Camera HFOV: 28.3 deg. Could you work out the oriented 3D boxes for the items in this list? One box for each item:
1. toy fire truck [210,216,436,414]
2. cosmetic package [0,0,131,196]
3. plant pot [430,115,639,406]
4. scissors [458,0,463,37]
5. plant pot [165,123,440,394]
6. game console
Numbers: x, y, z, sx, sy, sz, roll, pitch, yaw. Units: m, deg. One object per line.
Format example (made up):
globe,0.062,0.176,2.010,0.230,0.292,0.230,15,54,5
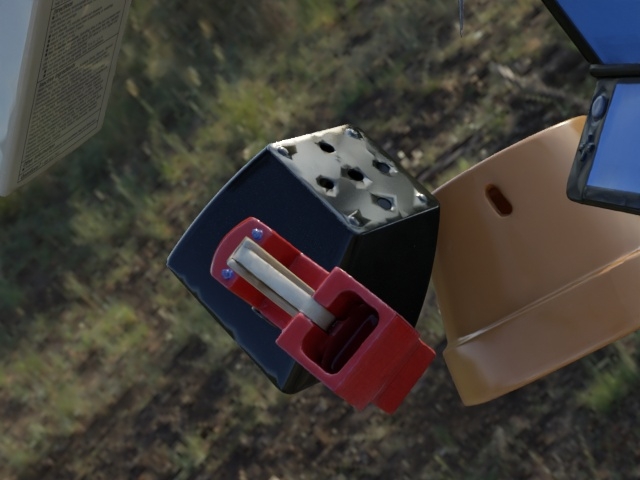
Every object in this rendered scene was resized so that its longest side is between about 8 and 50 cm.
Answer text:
toy fire truck,-0.007,0.034,0.665,0.047,0.135,0.192,-52,49,-2
cosmetic package,-0.238,-0.209,1.052,0.160,0.113,0.309,-48,-18,-53
plant pot,0.228,0.009,1.257,0.291,0.203,0.291,-26,-6,-3
scissors,0.153,-0.382,1.432,0.021,0.297,0.109,-16,42,-18
plant pot,0.000,0.000,1.184,0.188,0.187,0.167,-19,-35,-44
game console,0.128,-0.072,0.580,0.122,0.071,0.107,-151,77,-76
